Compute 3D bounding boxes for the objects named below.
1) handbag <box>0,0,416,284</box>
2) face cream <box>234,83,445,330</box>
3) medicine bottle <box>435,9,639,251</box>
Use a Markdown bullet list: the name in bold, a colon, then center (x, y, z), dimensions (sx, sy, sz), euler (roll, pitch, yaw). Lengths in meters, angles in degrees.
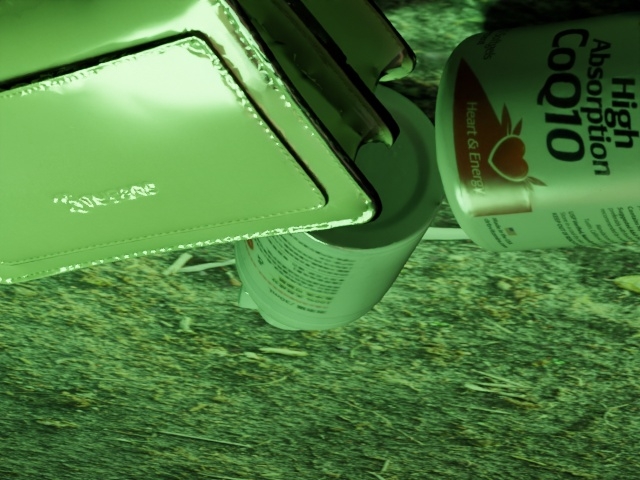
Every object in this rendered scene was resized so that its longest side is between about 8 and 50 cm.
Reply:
- **handbag**: center (-0.144, -0.114, 1.159), dimensions (0.358, 0.160, 0.237), euler (-9, 142, 33)
- **face cream**: center (0.000, 0.000, 1.455), dimensions (0.145, 0.145, 0.370), euler (9, 161, -6)
- **medicine bottle**: center (0.234, -0.079, 1.145), dimensions (0.288, 0.157, 0.157), euler (-5, 157, 28)
